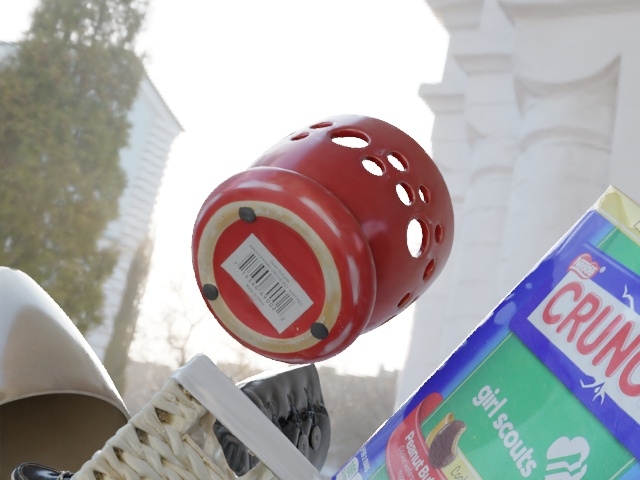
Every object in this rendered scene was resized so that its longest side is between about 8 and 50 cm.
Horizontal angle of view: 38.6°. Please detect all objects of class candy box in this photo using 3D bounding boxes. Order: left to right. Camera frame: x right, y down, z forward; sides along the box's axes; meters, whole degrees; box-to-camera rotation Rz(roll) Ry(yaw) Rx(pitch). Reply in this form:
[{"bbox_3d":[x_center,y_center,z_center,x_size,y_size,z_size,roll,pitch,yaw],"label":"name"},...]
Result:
[{"bbox_3d":[0.168,0.152,0.586,0.122,0.317,0.268,39,11,-21],"label":"candy box"}]

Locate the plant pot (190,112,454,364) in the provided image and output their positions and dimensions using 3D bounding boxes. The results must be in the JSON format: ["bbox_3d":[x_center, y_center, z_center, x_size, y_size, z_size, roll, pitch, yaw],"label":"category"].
[{"bbox_3d":[0.000,0.000,0.785,0.191,0.191,0.174,5,21,27],"label":"plant pot"}]

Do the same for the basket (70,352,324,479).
[{"bbox_3d":[-0.089,0.163,0.551,0.113,0.103,0.167,45,-36,7],"label":"basket"}]

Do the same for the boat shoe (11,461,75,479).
[{"bbox_3d":[-0.248,0.252,0.916,0.125,0.046,0.038,30,-60,2],"label":"boat shoe"}]

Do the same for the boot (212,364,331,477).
[{"bbox_3d":[-0.100,0.388,1.408,0.146,0.366,0.445,5,-1,12],"label":"boot"}]

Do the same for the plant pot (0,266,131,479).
[{"bbox_3d":[-0.399,0.171,1.173,0.257,0.274,0.256,-17,-41,-15],"label":"plant pot"}]
